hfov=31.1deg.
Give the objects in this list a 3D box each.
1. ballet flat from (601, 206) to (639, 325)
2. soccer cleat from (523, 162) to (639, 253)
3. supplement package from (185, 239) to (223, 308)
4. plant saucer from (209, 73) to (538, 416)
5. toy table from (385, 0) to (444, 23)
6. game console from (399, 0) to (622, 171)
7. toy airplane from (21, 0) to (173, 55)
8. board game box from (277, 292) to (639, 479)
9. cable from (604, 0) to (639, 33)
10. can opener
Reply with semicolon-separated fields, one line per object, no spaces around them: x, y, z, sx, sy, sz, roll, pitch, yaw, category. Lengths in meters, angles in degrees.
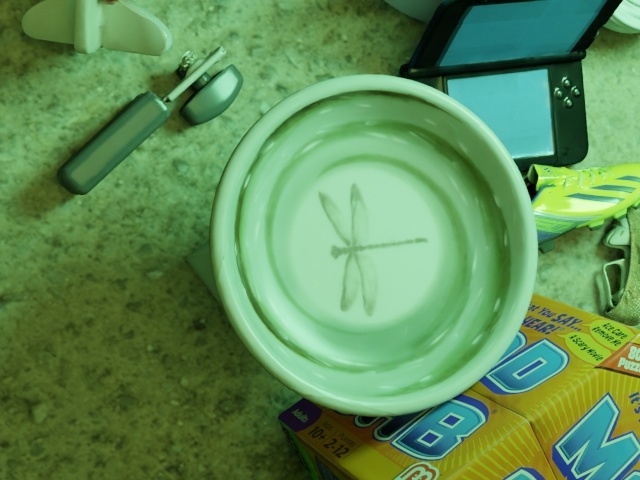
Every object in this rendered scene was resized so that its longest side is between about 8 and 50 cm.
0.459;0.025;1.732;0.067;0.073;0.206;4;85;-6;ballet flat
0.363;-0.068;1.683;0.289;0.093;0.121;-24;97;-17;soccer cleat
0.000;0.000;1.508;0.293;0.175;0.178;-38;98;-16;supplement package
0.059;0.007;1.376;0.400;0.100;0.401;2;84;-14;plant saucer
0.173;-0.406;1.549;0.252;0.274;0.161;3;80;14;toy table
0.276;-0.215;1.603;0.293;0.173;0.250;-9;97;-19;game console
-0.255;-0.415;1.379;0.386;0.384;0.272;41;40;-23;toy airplane
0.229;0.313;1.465;0.356;0.356;0.357;-33;111;-16;board game box
0.467;-0.434;1.698;0.257;0.089;0.257;33;81;-17;cable
-0.215;-0.152;1.489;0.280;0.074;0.093;-41;103;-15;can opener
